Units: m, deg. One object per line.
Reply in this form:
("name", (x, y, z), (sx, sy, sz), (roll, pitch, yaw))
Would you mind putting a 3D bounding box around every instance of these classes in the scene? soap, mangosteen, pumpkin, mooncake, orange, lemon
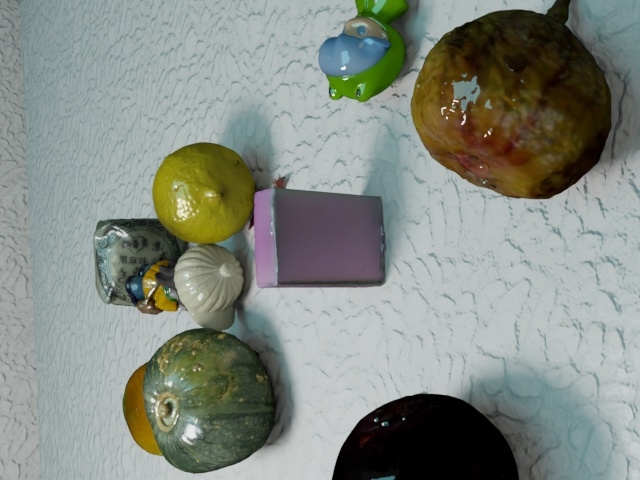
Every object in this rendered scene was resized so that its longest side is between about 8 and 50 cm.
("soap", (-0.001, 0.000, 1.427), (0.081, 0.259, 0.181), (-11, 81, 53))
("mangosteen", (0.168, 0.393, 1.163), (0.297, 0.296, 0.314), (-44, 65, 43))
("pumpkin", (-0.252, 0.356, 1.741), (0.291, 0.257, 0.328), (-26, 69, 36))
("mooncake", (-0.494, 0.063, 2.087), (0.136, 0.254, 0.250), (-168, 80, -64))
("orange", (-0.412, 0.440, 2.009), (0.334, 0.196, 0.263), (-18, 85, 51))
("lemon", (-0.277, -0.112, 1.810), (0.267, 0.267, 0.268), (-4, 85, 53))

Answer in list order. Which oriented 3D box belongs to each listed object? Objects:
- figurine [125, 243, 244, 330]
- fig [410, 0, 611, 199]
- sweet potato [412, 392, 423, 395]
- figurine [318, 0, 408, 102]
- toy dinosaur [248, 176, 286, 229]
("figurine", (-0.345, 0.096, 1.892), (0.332, 0.185, 0.205), (11, 131, 27))
("fig", (0.293, -0.254, 1.088), (0.286, 0.286, 0.369), (7, 71, 53))
("sweet potato", (0.140, 0.356, 1.391), (0.054, 0.053, 0.182), (50, 126, 35))
("figurine", (0.094, -0.386, 1.435), (0.162, 0.143, 0.263), (17, 85, 45))
("toy dinosaur", (-0.128, -0.079, 1.788), (0.220, 0.032, 0.108), (-50, 54, 42))
